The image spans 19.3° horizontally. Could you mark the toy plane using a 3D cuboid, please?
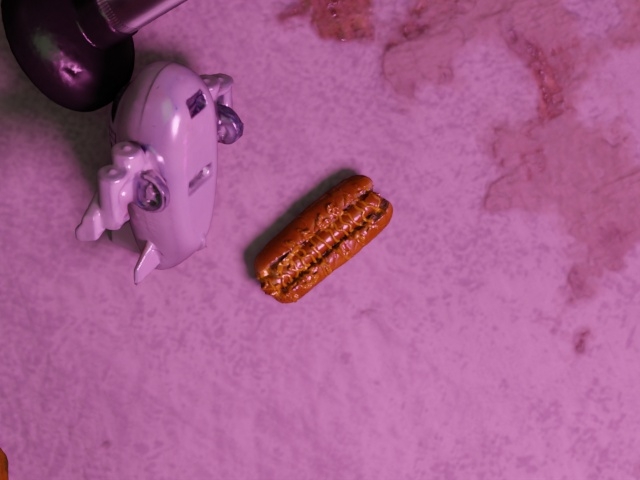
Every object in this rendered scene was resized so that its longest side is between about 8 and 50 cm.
[{"bbox_3d":[-0.160,-0.071,1.863,0.117,0.245,0.244,21,90,23],"label":"toy plane"}]

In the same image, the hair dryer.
[{"bbox_3d":[-0.123,-0.284,1.866,0.320,0.284,0.155,-28,101,24],"label":"hair dryer"}]

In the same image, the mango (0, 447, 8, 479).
[{"bbox_3d":[-0.368,0.285,1.901,0.115,0.089,0.165,-5,93,-12],"label":"mango"}]

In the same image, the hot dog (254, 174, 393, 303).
[{"bbox_3d":[0.000,0.000,1.972,0.165,0.045,0.071,-40,102,-7],"label":"hot dog"}]
